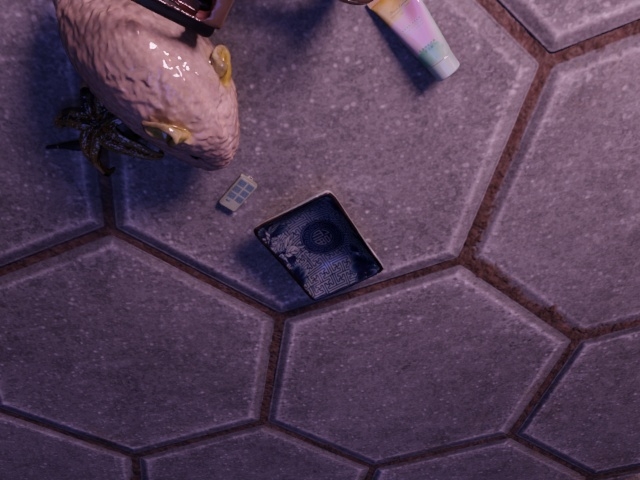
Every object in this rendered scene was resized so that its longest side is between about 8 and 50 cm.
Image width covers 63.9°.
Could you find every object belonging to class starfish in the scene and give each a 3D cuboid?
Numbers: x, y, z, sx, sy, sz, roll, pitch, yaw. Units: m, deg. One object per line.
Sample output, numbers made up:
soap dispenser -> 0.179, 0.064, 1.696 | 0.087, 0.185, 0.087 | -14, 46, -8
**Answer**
starfish -> -0.371, -0.185, 0.898 | 0.190, 0.074, 0.146 | 37, 106, -5

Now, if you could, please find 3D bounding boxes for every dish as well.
dish -> 0.000, 0.000, 1.076 | 0.182, 0.080, 0.243 | -25, 126, 18

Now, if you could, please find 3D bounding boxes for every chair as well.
chair -> -0.108, -0.360, 0.701 | 0.327, 0.175, 0.183 | 23, 117, -29

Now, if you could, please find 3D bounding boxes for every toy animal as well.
toy animal -> -0.249, -0.256, 0.781 | 0.358, 0.226, 0.188 | 41, 78, -22

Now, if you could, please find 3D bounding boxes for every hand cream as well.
hand cream -> 0.160, -0.342, 0.843 | 0.076, 0.047, 0.174 | -35, 112, 24

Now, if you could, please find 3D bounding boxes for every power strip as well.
power strip -> -0.167, -0.096, 1.037 | 0.040, 0.016, 0.090 | 33, 120, -25

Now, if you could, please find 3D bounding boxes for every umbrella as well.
umbrella -> -0.385, -0.187, 0.958 | 0.269, 0.044, 0.044 | 0, 154, 10
